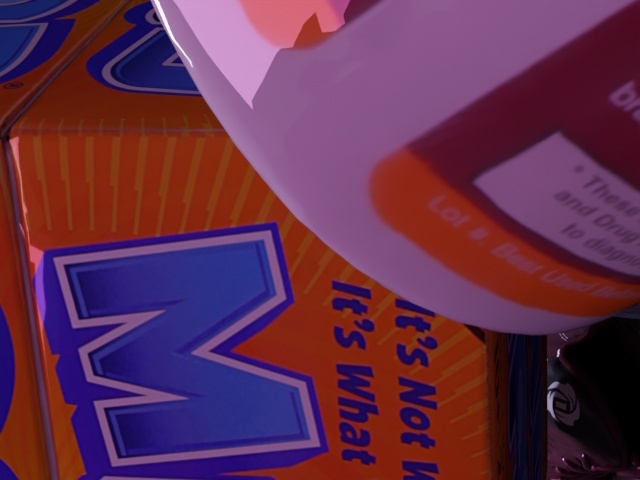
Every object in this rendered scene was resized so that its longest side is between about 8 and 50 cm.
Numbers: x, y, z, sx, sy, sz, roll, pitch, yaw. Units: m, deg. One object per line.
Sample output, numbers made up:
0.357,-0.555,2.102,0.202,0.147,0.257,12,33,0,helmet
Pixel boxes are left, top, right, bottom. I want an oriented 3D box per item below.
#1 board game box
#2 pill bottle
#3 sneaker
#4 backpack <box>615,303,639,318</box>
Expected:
-0.075,0.049,0.839,0.356,0.356,0.356,-66,-26,-64,board game box
0.154,-0.150,0.368,0.392,0.224,0.224,-30,74,37,pill bottle
0.167,0.148,1.076,0.162,0.106,0.281,26,139,51,sneaker
0.167,-0.024,0.824,0.182,0.152,0.115,91,-165,-78,backpack
